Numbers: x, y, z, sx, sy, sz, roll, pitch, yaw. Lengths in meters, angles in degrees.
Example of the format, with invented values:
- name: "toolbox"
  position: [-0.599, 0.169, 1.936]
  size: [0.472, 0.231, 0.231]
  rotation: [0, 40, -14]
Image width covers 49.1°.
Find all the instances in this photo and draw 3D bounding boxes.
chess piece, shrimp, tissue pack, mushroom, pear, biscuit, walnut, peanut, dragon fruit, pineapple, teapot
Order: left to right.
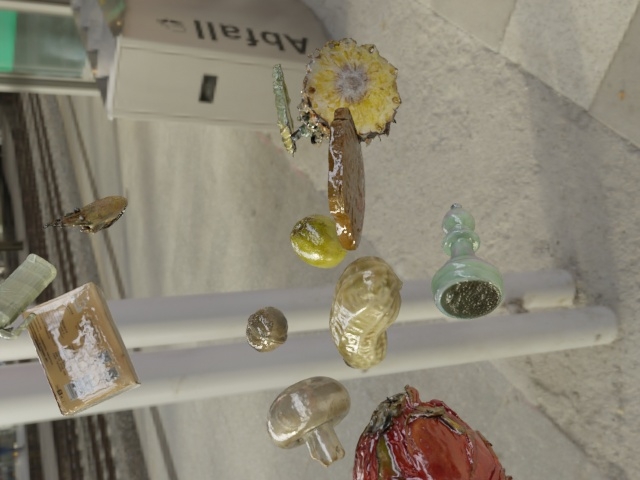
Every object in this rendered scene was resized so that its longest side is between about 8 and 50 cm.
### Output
- name: "teapot"
  position: [-0.677, 0.136, 1.579]
  size: [0.200, 0.107, 0.077]
  rotation: [-57, 6, -36]
- name: "tissue pack"
  position: [-0.649, 0.304, 1.945]
  size: [0.305, 0.239, 0.238]
  rotation: [64, 150, 8]
- name: "shrimp"
  position: [-0.567, -0.039, 1.722]
  size: [0.066, 0.262, 0.117]
  rotation: [35, 124, 16]
- name: "walnut"
  position: [-0.167, 0.278, 2.199]
  size: [0.162, 0.140, 0.140]
  rotation: [-30, -57, -74]
- name: "biscuit"
  position: [-0.096, -0.341, 1.944]
  size: [0.187, 0.036, 0.273]
  rotation: [74, -174, -47]
- name: "mushroom"
  position: [-0.014, 0.411, 1.564]
  size: [0.204, 0.204, 0.204]
  rotation: [178, 90, -64]
- name: "pear"
  position: [0.000, 0.000, 1.904]
  size: [0.149, 0.162, 0.148]
  rotation: [-45, 31, 36]
- name: "pineapple"
  position: [0.032, -0.311, 1.694]
  size: [0.272, 0.263, 0.262]
  rotation: [150, 115, -67]
- name: "biscuit"
  position: [0.059, -0.124, 1.412]
  size: [0.257, 0.049, 0.272]
  rotation: [70, -161, -55]
- name: "peanut"
  position: [0.096, 0.164, 1.513]
  size: [0.325, 0.153, 0.140]
  rotation: [89, 161, -44]
- name: "dragon fruit"
  position: [0.197, 0.443, 1.259]
  size: [0.342, 0.277, 0.277]
  rotation: [44, 149, -3]
- name: "chess piece"
  position: [0.290, 0.020, 1.433]
  size: [0.271, 0.139, 0.139]
  rotation: [-85, 14, -46]
